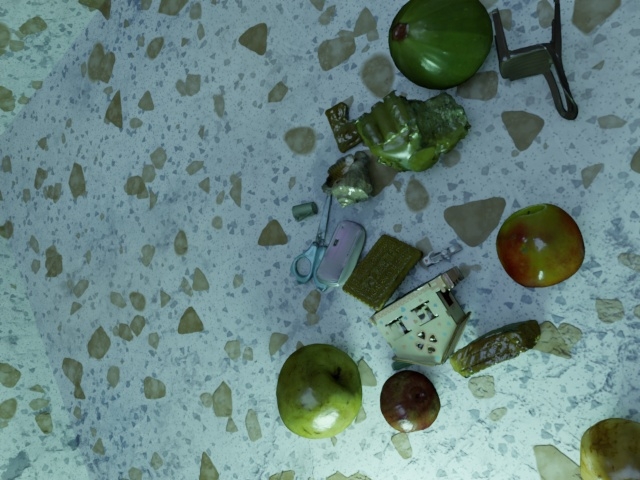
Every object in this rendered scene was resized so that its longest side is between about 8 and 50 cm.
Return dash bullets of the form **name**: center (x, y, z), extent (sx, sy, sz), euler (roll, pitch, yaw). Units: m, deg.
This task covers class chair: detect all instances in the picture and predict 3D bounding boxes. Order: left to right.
- **chair**: center (0.608, -0.493, 1.447), extent (0.183, 0.175, 0.326), euler (-8, 78, 20)

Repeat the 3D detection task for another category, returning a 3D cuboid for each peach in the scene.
- **peach**: center (0.607, 0.017, 1.409), extent (0.231, 0.231, 0.231), euler (-1, 88, 29)

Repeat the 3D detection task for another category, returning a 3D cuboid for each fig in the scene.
- **fig**: center (0.278, 0.518, 1.609), extent (0.205, 0.205, 0.205), euler (-1, 88, 29)
- **fig**: center (0.340, -0.602, 1.518), extent (0.316, 0.316, 0.316), euler (-1, 88, 29)

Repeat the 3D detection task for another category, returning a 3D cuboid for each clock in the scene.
- **clock**: center (0.384, 0.047, 1.611), extent (0.129, 0.087, 0.041), euler (-28, 75, 18)

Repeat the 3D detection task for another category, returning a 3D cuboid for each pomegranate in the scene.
- **pomegranate**: center (0.787, 0.578, 1.293), extent (0.248, 0.248, 0.248), euler (-1, 88, 29)

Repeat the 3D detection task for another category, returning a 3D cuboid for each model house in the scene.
- **model house**: center (0.345, 0.259, 1.590), extent (0.326, 0.169, 0.244), euler (-36, 79, 29)

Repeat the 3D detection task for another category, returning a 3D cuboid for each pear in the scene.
- **pear**: center (-0.011, 0.517, 1.712), extent (0.304, 0.304, 0.304), euler (-1, 88, 29)

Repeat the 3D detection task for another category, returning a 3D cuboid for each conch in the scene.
- **conch**: center (0.097, -0.210, 1.743), extent (0.178, 0.163, 0.245), euler (12, 64, 14)

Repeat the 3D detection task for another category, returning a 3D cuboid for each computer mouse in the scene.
- **computer mouse**: center (0.072, 0.047, 1.777), extent (0.126, 0.056, 0.245), euler (17, 76, 27)

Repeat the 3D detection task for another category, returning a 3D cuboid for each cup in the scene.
- **cup**: center (-0.061, -0.108, 1.870), extent (0.083, 0.075, 0.054), euler (-13, 105, 26)

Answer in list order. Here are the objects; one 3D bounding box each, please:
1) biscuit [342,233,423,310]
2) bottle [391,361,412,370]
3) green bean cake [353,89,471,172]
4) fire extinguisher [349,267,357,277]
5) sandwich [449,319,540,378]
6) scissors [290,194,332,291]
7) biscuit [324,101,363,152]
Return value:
- **biscuit**: center (0.201, 0.097, 1.662), extent (0.172, 0.029, 0.254), euler (28, 72, 41)
- **bottle**: center (0.277, 0.408, 1.689), extent (0.083, 0.030, 0.030), euler (-29, 75, 26)
- **green bean cake**: center (0.294, -0.331, 1.539), extent (0.285, 0.310, 0.202), euler (-33, 71, 27)
- **fire extinguisher**: center (0.143, 0.109, 1.763), extent (0.177, 0.050, 0.062), euler (-26, 50, 26)
- **sandwich**: center (0.498, 0.300, 1.443), extent (0.226, 0.251, 0.087), euler (-35, 71, 26)
- **scissors**: center (0.001, 0.000, 1.860), extent (0.191, 0.029, 0.360), euler (13, 91, 24)
- **biscuit**: center (0.110, -0.422, 1.801), extent (0.174, 0.039, 0.183), euler (-30, 75, 27)
